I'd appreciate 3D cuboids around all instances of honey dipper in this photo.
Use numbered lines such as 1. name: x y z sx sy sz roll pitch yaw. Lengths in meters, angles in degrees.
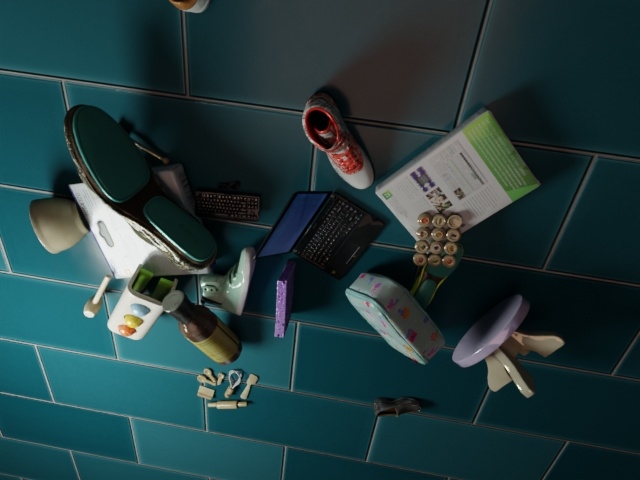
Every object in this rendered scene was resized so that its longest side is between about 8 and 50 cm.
1. honey dipper: -0.479 -0.250 1.099 0.160 0.031 0.030 32 119 -13

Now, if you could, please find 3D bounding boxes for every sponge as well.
1. sponge: -0.105 0.174 1.231 0.031 0.117 0.210 9 120 6

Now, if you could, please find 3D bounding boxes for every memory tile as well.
1. memory tile: 0.301 0.001 1.058 0.113 0.012 0.148 4 112 8

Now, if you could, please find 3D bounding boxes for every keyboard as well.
1. keyboard: -0.256 -0.110 1.133 0.179 0.023 0.108 5 102 0

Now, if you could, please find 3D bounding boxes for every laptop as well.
1. laptop: 0.000 0.000 1.106 0.264 0.137 0.234 31 120 -9

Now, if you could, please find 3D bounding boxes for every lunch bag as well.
1. lunch bag: 0.204 0.218 1.160 0.108 0.224 0.279 -45 107 -15

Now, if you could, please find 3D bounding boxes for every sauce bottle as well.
1. sauce bottle: -0.358 0.268 1.264 0.111 0.112 0.345 -10 138 14

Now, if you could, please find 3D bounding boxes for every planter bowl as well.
1. planter bowl: -0.737 -0.055 1.187 0.109 0.162 0.162 -19 118 -12

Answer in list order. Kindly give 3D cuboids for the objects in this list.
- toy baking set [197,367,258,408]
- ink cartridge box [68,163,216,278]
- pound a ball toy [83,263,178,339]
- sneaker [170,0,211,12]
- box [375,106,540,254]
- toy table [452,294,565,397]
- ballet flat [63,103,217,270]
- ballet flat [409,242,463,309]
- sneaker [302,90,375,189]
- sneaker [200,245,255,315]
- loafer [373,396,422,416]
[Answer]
1. toy baking set: -0.349 0.557 1.533 0.255 0.030 0.197 -2 119 9
2. ink cartridge box: -0.505 -0.045 1.197 0.329 0.071 0.325 -3 119 14
3. pound a ball toy: -0.600 0.200 1.264 0.208 0.136 0.319 28 134 -21
4. sneaker: -0.229 -0.599 0.811 0.105 0.123 0.290 26 118 -4
5. box: 0.333 -0.137 1.027 0.321 0.059 0.232 -35 109 25
6. toy table: 0.522 0.298 1.150 0.160 0.252 0.274 39 131 4
7. ballet flat: -0.469 -0.098 1.045 0.181 0.164 0.483 -18 118 42
8. ballet flat: 0.310 0.090 1.142 0.077 0.077 0.231 23 114 -7
9. sneaker: 0.043 -0.213 0.974 0.090 0.145 0.270 -23 114 20
10. sneaker: -0.284 0.112 1.233 0.150 0.094 0.256 17 122 -6
11. loafer: 0.271 0.592 1.442 0.169 0.061 0.062 -7 117 12
